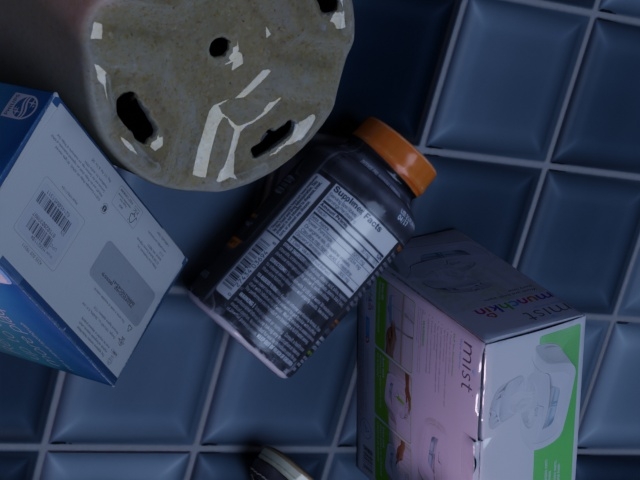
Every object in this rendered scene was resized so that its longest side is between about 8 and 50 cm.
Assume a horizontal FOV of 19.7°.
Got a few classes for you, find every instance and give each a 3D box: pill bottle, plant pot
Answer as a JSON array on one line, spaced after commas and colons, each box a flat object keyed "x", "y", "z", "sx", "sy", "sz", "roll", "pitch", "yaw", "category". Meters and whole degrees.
[{"x": 0.000, "y": 0.000, "z": 1.736, "sx": 0.245, "sy": 0.130, "sz": 0.130, "roll": -49, "pitch": 128, "yaw": -5, "category": "pill bottle"}, {"x": -0.142, "y": -0.187, "z": 1.444, "sx": 0.334, "sy": 0.305, "sz": 0.333, "roll": -14, "pitch": 119, "yaw": -27, "category": "plant pot"}]

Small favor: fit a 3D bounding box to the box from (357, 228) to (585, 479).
[{"x": 0.142, "y": 0.156, "z": 1.837, "sx": 0.127, "sy": 0.231, "sz": 0.262, "roll": -14, "pitch": 118, "yaw": -27, "category": "box"}]

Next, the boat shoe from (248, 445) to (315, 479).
[{"x": -0.014, "y": 0.328, "z": 1.901, "sx": 0.092, "sy": 0.103, "sz": 0.285, "roll": -40, "pitch": 133, "yaw": -17, "category": "boat shoe"}]

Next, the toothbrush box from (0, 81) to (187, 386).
[{"x": -0.285, "y": -0.023, "z": 1.405, "sx": 0.126, "sy": 0.296, "sz": 0.216, "roll": -60, "pitch": 143, "yaw": -22, "category": "toothbrush box"}]
